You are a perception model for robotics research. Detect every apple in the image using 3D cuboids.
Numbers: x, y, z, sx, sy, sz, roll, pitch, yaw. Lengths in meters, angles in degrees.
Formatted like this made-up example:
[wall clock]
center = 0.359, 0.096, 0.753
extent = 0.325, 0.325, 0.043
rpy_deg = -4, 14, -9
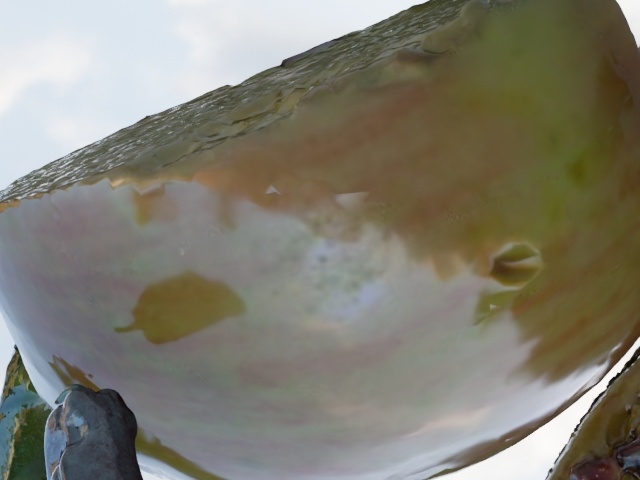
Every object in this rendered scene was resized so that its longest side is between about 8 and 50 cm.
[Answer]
[apple]
center = 0.000, 0.000, 0.876
extent = 0.309, 0.314, 0.252
rpy_deg = -28, -126, -12

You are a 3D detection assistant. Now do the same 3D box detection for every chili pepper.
[chili pepper]
center = -0.089, 0.111, 0.721
extent = 0.041, 0.050, 0.153
rpy_deg = -3, -135, -15

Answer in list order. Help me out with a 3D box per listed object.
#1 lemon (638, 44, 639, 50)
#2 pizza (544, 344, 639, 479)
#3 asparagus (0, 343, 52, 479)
[lemon]
center = 0.355, -0.077, 1.354
extent = 0.293, 0.293, 0.293
rpy_deg = 18, -160, -7
[pizza]
center = 0.367, 0.190, 1.505
extent = 0.406, 0.440, 0.130
rpy_deg = 2, 140, 52
[asparagus]
center = -0.226, 0.186, 1.352
extent = 0.085, 0.343, 0.082
rpy_deg = 16, -171, 29
